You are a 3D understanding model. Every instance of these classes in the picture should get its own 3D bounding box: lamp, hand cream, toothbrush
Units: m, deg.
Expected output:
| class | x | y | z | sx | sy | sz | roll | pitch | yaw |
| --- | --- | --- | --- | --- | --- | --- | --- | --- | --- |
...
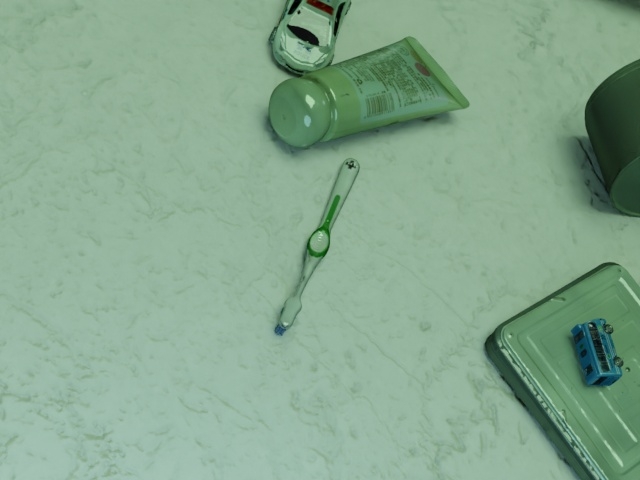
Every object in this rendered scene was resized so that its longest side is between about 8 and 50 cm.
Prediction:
| class | x | y | z | sx | sy | sz | roll | pitch | yaw |
| --- | --- | --- | --- | --- | --- | --- | --- | --- | --- |
| lamp | 0.383 | 0.180 | 1.522 | 0.269 | 0.047 | 0.266 | -25 | 73 | -34 |
| hand cream | 0.065 | -0.207 | 1.599 | 0.306 | 0.093 | 0.147 | -22 | 65 | -36 |
| toothbrush | 0.001 | -0.001 | 1.474 | 0.030 | 0.030 | 0.304 | 28 | 52 | -6 |

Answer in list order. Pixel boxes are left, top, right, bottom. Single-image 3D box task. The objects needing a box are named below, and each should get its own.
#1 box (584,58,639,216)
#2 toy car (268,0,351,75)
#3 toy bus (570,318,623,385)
| class | x | y | z | sx | sy | sz | roll | pitch | yaw |
| --- | --- | --- | --- | --- | --- | --- | --- | --- | --- |
| box | 0.512 | -0.155 | 1.685 | 0.226 | 0.226 | 0.149 | 2 | 59 | -24 |
| toy car | -0.010 | -0.321 | 1.660 | 0.095 | 0.056 | 0.204 | 24 | 52 | -11 |
| toy bus | 0.353 | 0.143 | 1.478 | 0.046 | 0.038 | 0.083 | 1 | 59 | -20 |
